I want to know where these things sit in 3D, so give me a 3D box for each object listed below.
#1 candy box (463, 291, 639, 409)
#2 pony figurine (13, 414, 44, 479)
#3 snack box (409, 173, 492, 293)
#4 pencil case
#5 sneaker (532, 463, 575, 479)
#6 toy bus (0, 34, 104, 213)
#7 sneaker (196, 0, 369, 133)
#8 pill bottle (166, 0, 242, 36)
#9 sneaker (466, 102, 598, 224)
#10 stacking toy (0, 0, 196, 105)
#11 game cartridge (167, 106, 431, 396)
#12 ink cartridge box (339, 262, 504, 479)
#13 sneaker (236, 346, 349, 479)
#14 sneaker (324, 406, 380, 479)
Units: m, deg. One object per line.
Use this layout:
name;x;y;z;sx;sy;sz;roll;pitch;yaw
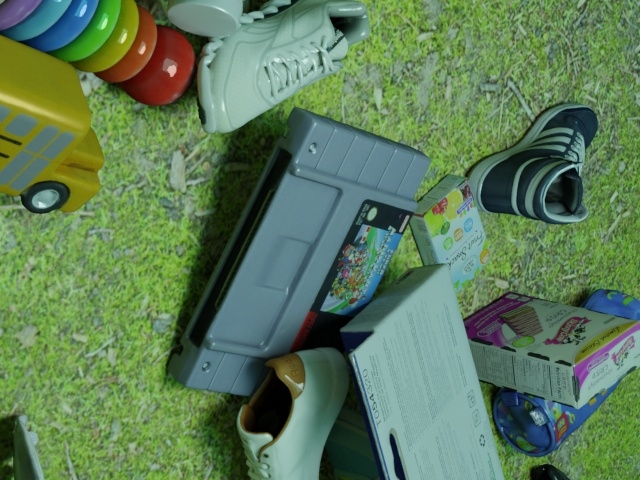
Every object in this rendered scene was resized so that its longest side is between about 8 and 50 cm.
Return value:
candy box;0.310;0.149;2.184;0.159;0.233;0.071;-27;118;-39
pony figurine;-0.298;0.390;1.591;0.363;0.351;0.303;-29;117;-16
snack box;0.180;-0.006;2.157;0.100;0.037;0.141;-40;125;-31
pencil case;0.381;0.191;2.349;0.306;0.119;0.133;-40;114;-32
sneaker;0.314;0.438;2.372;0.106;0.078;0.234;51;60;-36
toy bus;-0.342;-0.133;1.509;0.130;0.108;0.333;-43;142;24
sneaker;-0.043;-0.211;1.778;0.292;0.118;0.110;-50;143;-45
pill bottle;-0.112;-0.326;1.707;0.108;0.108;0.193;28;64;-45
sneaker;0.348;-0.107;2.221;0.282;0.153;0.099;-34;122;-36
stacking toy;-0.250;-0.228;1.618;0.330;0.141;0.141;33;75;-50
game cartridge;-0.017;0.030;1.882;0.230;0.068;0.355;16;105;-42
ink cartridge box;0.116;0.231;1.941;0.330;0.071;0.324;-34;112;-59
sneaker;-0.065;0.259;1.908;0.123;0.106;0.290;0;115;-36
sneaker;0.058;0.374;2.059;0.208;0.127;0.319;-56;131;-23
